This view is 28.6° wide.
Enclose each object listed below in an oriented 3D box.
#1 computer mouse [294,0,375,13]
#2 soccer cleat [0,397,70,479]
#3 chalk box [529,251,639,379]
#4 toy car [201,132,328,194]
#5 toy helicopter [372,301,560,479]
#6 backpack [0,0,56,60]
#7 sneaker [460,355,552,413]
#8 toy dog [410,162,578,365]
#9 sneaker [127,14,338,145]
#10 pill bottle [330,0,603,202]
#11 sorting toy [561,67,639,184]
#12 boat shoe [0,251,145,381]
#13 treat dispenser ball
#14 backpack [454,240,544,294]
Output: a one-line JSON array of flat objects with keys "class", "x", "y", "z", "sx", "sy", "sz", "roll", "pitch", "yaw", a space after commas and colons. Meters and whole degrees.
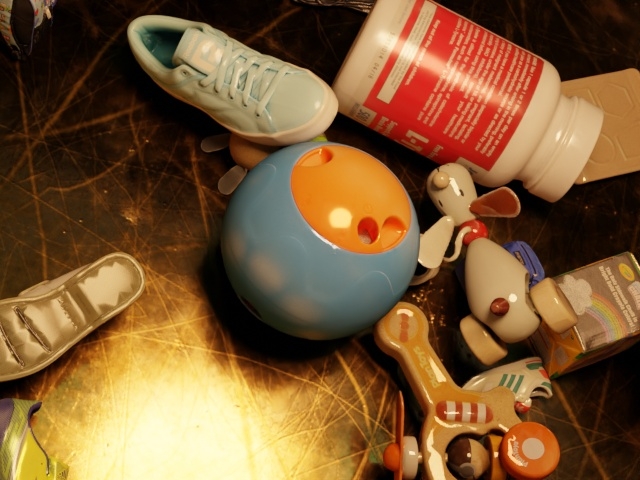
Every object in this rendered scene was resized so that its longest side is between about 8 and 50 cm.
[{"class": "computer mouse", "x": 0.030, "y": -0.522, "z": 2.193, "sx": 0.189, "sy": 0.072, "sz": 0.272, "roll": 4, "pitch": 78, "yaw": -18}, {"class": "soccer cleat", "x": -0.379, "y": 0.343, "z": 1.658, "sx": 0.121, "sy": 0.093, "sz": 0.289, "roll": -11, "pitch": 70, "yaw": -28}, {"class": "chalk box", "x": 0.447, "y": 0.112, "z": 1.994, "sx": 0.213, "sy": 0.132, "sz": 0.132, "roll": -16, "pitch": 71, "yaw": -24}, {"class": "toy car", "x": -0.087, "y": -0.149, "z": 1.973, "sx": 0.188, "sy": 0.149, "sz": 0.155, "roll": -26, "pitch": 70, "yaw": 4}, {"class": "toy helicopter", "x": 0.167, "y": 0.253, "z": 1.826, "sx": 0.235, "sy": 0.140, "sz": 0.355, "roll": -23, "pitch": 69, "yaw": -15}, {"class": "backpack", "x": -0.480, "y": -0.385, "z": 1.909, "sx": 0.158, "sy": 0.173, "sz": 0.117, "roll": 31, "pitch": 61, "yaw": -1}, {"class": "sneaker", "x": 0.287, "y": 0.233, "z": 1.930, "sx": 0.161, "sy": 0.057, "sz": 0.075, "roll": -15, "pitch": 66, "yaw": -25}, {"class": "toy dog", "x": 0.231, "y": 0.028, "z": 1.859, "sx": 0.334, "sy": 0.161, "sz": 0.220, "roll": 43, "pitch": 94, "yaw": 28}, {"class": "sneaker", "x": -0.149, "y": -0.246, "z": 1.878, "sx": 0.366, "sy": 0.150, "sz": 0.135, "roll": 20, "pitch": 83, "yaw": 30}, {"class": "pill bottle", "x": 0.236, "y": -0.229, "z": 2.027, "sx": 0.408, "sy": 0.229, "sz": 0.229, "roll": 27, "pitch": 62, "yaw": -4}, {"class": "sorting toy", "x": 0.499, "y": -0.200, "z": 2.208, "sx": 0.208, "sy": 0.038, "sz": 0.193, "roll": -14, "pitch": 71, "yaw": -18}, {"class": "boat shoe", "x": -0.387, "y": 0.118, "z": 1.750, "sx": 0.302, "sy": 0.103, "sz": 0.113, "roll": -25, "pitch": 89, "yaw": -26}, {"class": "treat dispenser ball", "x": 0.000, "y": 0.000, "z": 1.815, "sx": 0.288, "sy": 0.288, "sz": 0.288, "roll": 7, "pitch": 65, "yaw": -14}, {"class": "backpack", "x": 0.295, "y": 0.054, "z": 1.989, "sx": 0.120, "sy": 0.101, "sz": 0.098, "roll": -13, "pitch": 71, "yaw": -25}]
